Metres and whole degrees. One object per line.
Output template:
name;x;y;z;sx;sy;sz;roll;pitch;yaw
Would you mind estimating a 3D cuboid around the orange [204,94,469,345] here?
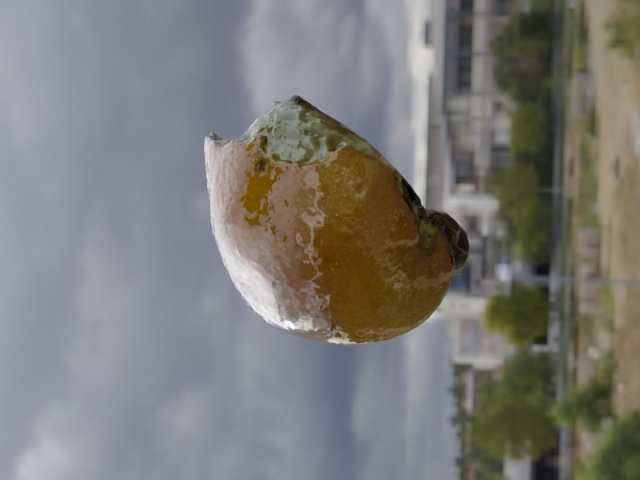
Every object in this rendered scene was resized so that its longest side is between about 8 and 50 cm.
orange;0.000;0.000;0.922;0.160;0.169;0.112;109;-177;-72
